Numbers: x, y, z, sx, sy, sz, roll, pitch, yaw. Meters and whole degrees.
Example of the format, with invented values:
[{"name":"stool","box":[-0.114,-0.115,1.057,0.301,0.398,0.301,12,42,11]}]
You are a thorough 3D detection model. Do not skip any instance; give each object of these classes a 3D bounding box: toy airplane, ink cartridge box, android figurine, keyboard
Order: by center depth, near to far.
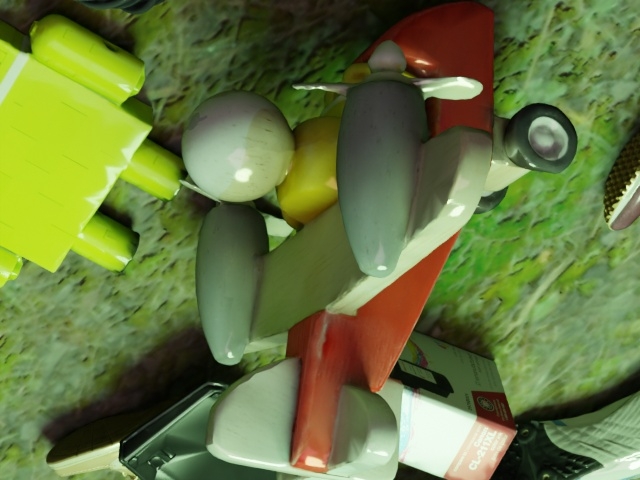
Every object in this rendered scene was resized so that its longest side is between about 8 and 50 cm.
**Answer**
[{"name":"toy airplane","box":[0.000,0.000,1.320,0.272,0.384,0.386,34,112,-12]},{"name":"android figurine","box":[-0.256,-0.080,1.443,0.273,0.056,0.248,31,112,-20]},{"name":"ink cartridge box","box":[0.075,0.137,1.535,0.175,0.127,0.072,22,113,-15]},{"name":"keyboard","box":[-0.078,0.266,1.613,0.201,0.033,0.317,-38,125,7]}]

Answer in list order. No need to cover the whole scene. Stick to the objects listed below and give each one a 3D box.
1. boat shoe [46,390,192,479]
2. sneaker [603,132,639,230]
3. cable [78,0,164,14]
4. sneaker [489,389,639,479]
[{"name":"boat shoe","box":[-0.168,0.193,1.585,0.170,0.063,0.059,-18,111,5]},{"name":"sneaker","box":[0.316,-0.075,1.473,0.084,0.069,0.185,26,114,-10]},{"name":"cable","box":[-0.186,-0.259,1.363,0.184,0.047,0.151,13,123,-8]},{"name":"sneaker","box":[0.259,0.200,1.611,0.237,0.085,0.086,-20,142,14]}]
